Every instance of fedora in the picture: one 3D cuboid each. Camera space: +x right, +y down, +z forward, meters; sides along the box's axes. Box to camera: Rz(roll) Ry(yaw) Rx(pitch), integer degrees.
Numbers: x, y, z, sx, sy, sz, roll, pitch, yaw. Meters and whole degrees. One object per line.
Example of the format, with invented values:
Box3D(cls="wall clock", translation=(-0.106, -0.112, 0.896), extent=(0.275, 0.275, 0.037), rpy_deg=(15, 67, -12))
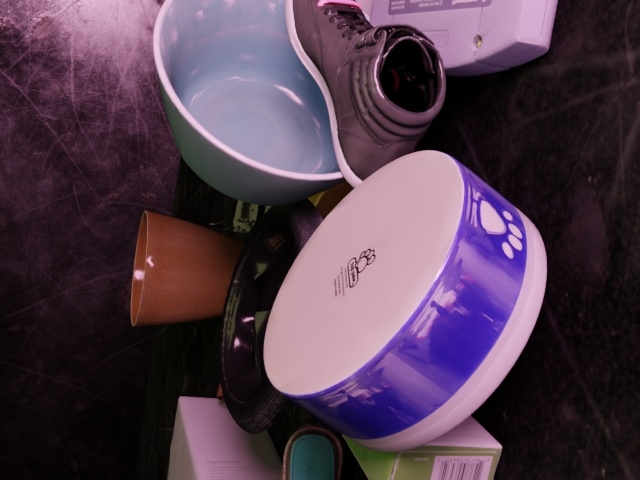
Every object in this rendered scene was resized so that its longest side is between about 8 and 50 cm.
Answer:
Box3D(cls="fedora", translation=(-0.019, 0.108, 1.011), extent=(0.334, 0.153, 0.333), rpy_deg=(-169, 90, -67))

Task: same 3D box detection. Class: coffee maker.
Box3D(cls="coffee maker", translation=(-0.104, -0.097, 1.307), extent=(0.120, 0.171, 0.178), rpy_deg=(-137, 55, -87))

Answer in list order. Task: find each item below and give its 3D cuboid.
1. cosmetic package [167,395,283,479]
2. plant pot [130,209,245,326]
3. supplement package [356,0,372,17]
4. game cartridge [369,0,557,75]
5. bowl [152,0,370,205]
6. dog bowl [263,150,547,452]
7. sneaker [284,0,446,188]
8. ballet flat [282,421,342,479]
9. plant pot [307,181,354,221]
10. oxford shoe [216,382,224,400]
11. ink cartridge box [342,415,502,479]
Box3D(cls="cosmetic package", translation=(-0.162, 0.477, 1.305), extent=(0.453, 0.162, 0.230), rpy_deg=(-137, 55, -67))
Box3D(cls="plant pot", translation=(-0.250, 0.068, 1.549), extent=(0.237, 0.254, 0.237), rpy_deg=(-174, 90, -72))
Box3D(cls="supplement package", translation=(-0.004, -0.436, 1.108), extent=(0.177, 0.175, 0.292), rpy_deg=(-112, 33, -57))
Box3D(cls="game cartridge", translation=(0.142, -0.271, 0.773), extent=(0.294, 0.060, 0.196), rpy_deg=(30, 111, 63))
Box3D(cls="bowl", translation=(-0.063, -0.165, 0.917), extent=(0.163, 0.312, 0.311), rpy_deg=(127, 145, -53))
Box3D(cls="dog bowl", translation=(0.068, 0.051, 0.686), extent=(0.265, 0.104, 0.265), rpy_deg=(-42, 26, 26))
Box3D(cls="sneaker", translation=(0.051, -0.211, 0.793), extent=(0.147, 0.105, 0.295), rpy_deg=(-46, 56, 57))
Box3D(cls="ballet flat", translation=(-0.015, 0.410, 1.029), extent=(0.106, 0.108, 0.315), rpy_deg=(82, -163, -84))
Box3D(cls="plant pot", translation=(0.020, -0.065, 1.081), extent=(0.083, 0.082, 0.081), rpy_deg=(-60, 28, 26))
Box3D(cls="oxford shoe", translation=(-0.118, 0.208, 1.332), extent=(0.348, 0.123, 0.130), rpy_deg=(138, 140, -61))
Box3D(cls="ink cartridge box", translation=(0.082, 0.184, 0.764), extent=(0.209, 0.109, 0.062), rpy_deg=(-137, 57, -67))
